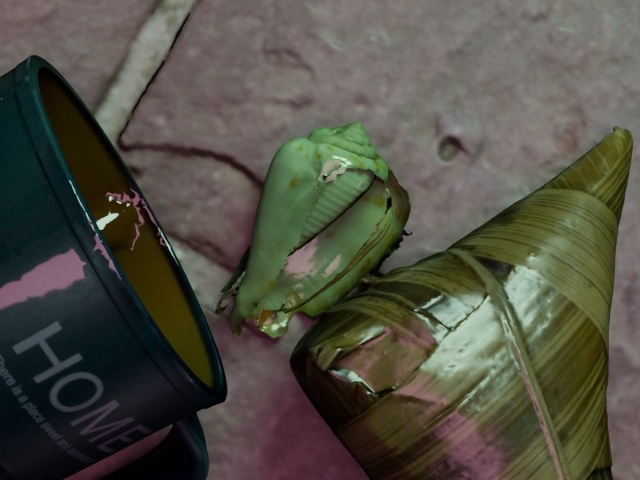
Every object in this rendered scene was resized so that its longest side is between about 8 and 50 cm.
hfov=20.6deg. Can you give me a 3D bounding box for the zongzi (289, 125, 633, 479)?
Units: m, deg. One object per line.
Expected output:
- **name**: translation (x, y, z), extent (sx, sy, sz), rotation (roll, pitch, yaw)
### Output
- **zongzi**: translation (0.165, 0.100, 1.172), extent (0.288, 0.134, 0.286), rotation (-37, 96, -17)

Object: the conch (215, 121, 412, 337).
- **conch**: translation (0.000, 0.000, 1.183), extent (0.106, 0.079, 0.170), rotation (26, 110, -2)

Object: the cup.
- **cup**: translation (-0.235, 0.071, 1.124), extent (0.292, 0.308, 0.242), rotation (-28, 65, 2)
